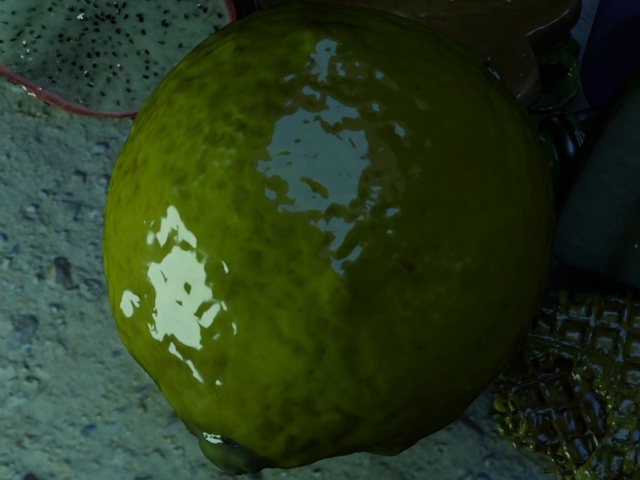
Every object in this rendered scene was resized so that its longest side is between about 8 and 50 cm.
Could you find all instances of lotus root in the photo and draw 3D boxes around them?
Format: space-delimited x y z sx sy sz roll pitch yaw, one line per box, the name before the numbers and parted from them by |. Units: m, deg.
lotus root | 0.349 -0.079 1.148 0.267 0.260 0.149 18 25 0

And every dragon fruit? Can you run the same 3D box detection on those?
dragon fruit | -0.198 -0.271 1.287 0.291 0.290 0.189 -1 52 0

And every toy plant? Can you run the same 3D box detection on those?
toy plant | 0.202 -0.065 1.260 0.162 0.092 0.092 -12 59 -8

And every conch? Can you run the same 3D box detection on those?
conch | 0.208 -0.160 1.328 0.121 0.074 0.089 -31 52 -22

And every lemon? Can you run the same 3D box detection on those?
lemon | 0.000 0.000 1.081 0.350 0.350 0.387 24 73 15

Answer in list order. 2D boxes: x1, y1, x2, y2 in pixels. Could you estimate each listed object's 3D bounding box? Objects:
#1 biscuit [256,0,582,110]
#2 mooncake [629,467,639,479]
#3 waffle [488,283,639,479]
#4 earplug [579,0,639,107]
biscuit | 0.084 -0.215 1.349 0.340 0.047 0.216 16 60 30
mooncake | 0.339 0.264 0.997 0.291 0.161 0.290 0 70 -1
waffle | 0.245 0.123 1.156 0.193 0.070 0.197 37 65 20
earplug | 0.393 -0.309 1.350 0.215 0.215 0.455 13 56 8
